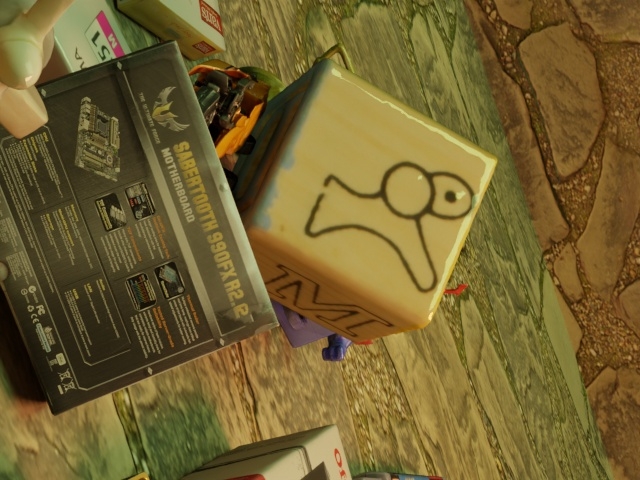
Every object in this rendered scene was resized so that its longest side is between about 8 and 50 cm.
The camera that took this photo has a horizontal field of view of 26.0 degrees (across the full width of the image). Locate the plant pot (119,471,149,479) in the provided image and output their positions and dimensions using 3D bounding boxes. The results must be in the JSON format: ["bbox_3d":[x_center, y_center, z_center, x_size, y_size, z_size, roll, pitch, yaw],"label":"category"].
[{"bbox_3d":[-0.163,0.216,0.965,0.081,0.083,0.081,-7,81,-72],"label":"plant pot"}]

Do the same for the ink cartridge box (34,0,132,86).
[{"bbox_3d":[-0.248,-0.181,1.104,0.239,0.060,0.275,-77,146,-58],"label":"ink cartridge box"}]

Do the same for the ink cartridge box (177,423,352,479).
[{"bbox_3d":[-0.047,0.287,1.194,0.273,0.114,0.197,-14,88,-73],"label":"ink cartridge box"}]

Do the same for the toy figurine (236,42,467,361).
[{"bbox_3d":[0.000,0.000,1.486,0.363,0.191,0.217,64,25,-24],"label":"toy figurine"}]

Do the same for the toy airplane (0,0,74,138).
[{"bbox_3d":[-0.278,-0.228,0.712,0.386,0.272,0.384,-17,90,-72],"label":"toy airplane"}]

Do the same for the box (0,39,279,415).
[{"bbox_3d":[-0.155,-0.011,1.028,0.056,0.183,0.231,-162,-129,-75],"label":"box"}]

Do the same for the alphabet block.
[{"bbox_3d":[0.021,-0.031,1.342,0.197,0.193,0.192,30,74,-14],"label":"alphabet block"}]

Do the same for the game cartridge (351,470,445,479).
[{"bbox_3d":[0.116,0.396,1.674,0.355,0.068,0.230,26,55,-66],"label":"game cartridge"}]

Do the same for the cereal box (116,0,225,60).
[{"bbox_3d":[-0.171,-0.328,1.466,0.173,0.047,0.240,26,50,-66],"label":"cereal box"}]

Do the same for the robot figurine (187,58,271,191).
[{"bbox_3d":[-0.124,-0.066,1.210,0.211,0.085,0.291,-64,176,16],"label":"robot figurine"}]
